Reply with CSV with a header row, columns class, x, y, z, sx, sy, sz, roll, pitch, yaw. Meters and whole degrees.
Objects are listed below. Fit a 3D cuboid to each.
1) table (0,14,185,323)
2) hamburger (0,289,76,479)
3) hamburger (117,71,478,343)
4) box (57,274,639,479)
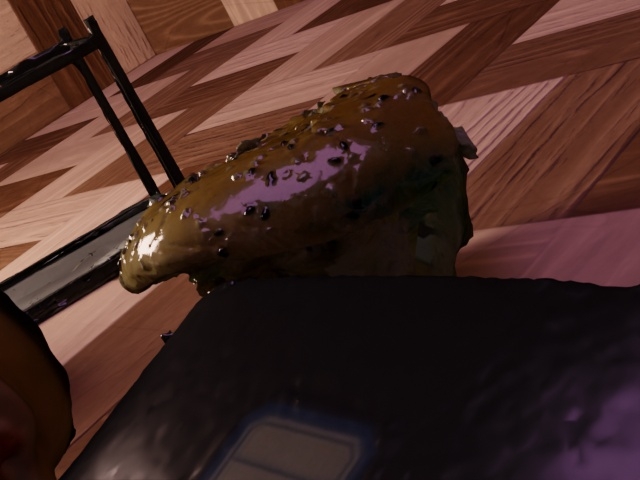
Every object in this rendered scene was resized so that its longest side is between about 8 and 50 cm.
class,x,y,z,sx,sy,sz,roll,pitch,yaw
table,-0.369,-0.066,1.361,0.335,0.272,0.222,-32,18,-15
hamburger,-0.320,0.157,0.742,0.276,0.276,0.236,-15,35,33
hamburger,0.000,0.000,0.824,0.288,0.167,0.192,-31,16,-11
box,-0.025,0.163,0.458,0.359,0.091,0.350,-3,45,51
